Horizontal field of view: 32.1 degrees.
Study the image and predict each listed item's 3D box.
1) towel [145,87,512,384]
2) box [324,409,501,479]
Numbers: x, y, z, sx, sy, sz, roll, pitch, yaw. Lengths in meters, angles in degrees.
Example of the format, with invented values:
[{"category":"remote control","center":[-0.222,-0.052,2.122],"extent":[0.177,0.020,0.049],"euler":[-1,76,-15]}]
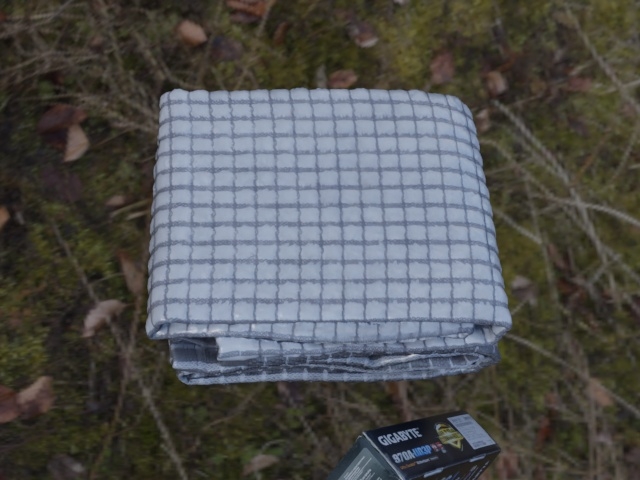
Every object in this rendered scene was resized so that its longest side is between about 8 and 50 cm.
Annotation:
[{"category":"towel","center":[0.000,0.000,0.929],"extent":[0.283,0.121,0.235],"euler":[-2,61,-5]},{"category":"box","center":[0.031,0.237,0.890],"extent":[0.051,0.220,0.175],"euler":[45,22,26]}]
